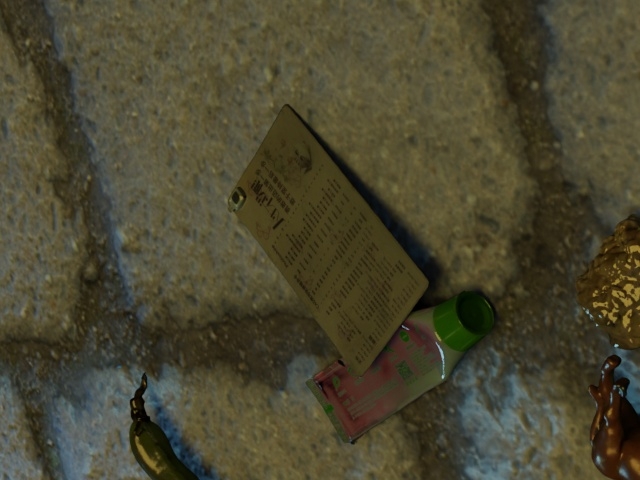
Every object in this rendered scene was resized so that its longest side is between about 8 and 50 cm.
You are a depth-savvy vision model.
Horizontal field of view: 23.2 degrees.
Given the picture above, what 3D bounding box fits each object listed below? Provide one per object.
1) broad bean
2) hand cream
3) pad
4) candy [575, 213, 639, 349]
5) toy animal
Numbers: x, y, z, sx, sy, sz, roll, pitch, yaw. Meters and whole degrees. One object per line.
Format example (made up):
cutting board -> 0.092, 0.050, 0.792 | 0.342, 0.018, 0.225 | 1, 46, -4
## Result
broad bean -> -0.150, 0.312, 1.877 | 0.325, 0.067, 0.075 | 48, 121, 14
hand cream -> 0.081, 0.133, 1.639 | 0.275, 0.050, 0.079 | -40, 53, 47
pad -> 0.000, 0.000, 1.652 | 0.265, 0.009, 0.159 | 52, 131, 24
candy -> 0.284, 0.038, 1.408 | 0.095, 0.085, 0.110 | 44, 118, 9
toy animal -> 0.342, 0.229, 1.430 | 0.224, 0.066, 0.229 | 17, 129, 41
